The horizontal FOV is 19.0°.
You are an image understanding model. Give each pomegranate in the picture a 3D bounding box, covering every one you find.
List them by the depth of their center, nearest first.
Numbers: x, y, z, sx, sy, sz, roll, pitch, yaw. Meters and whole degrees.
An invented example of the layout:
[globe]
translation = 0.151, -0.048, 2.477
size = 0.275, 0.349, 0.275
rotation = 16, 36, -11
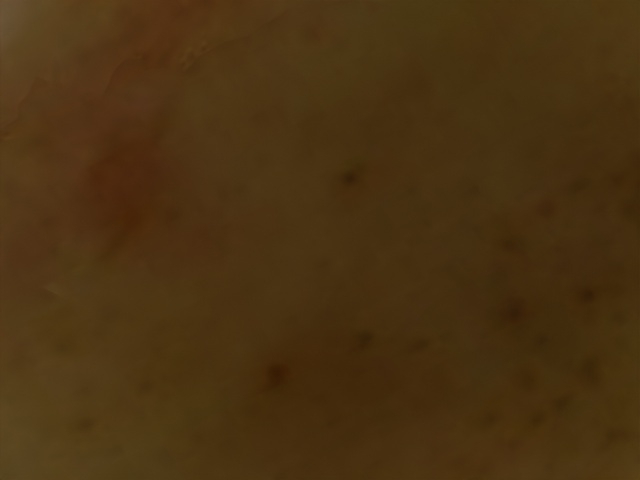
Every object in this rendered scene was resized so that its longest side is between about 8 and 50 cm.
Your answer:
[pomegranate]
translation = 0.000, 0.000, 0.600
size = 0.411, 0.411, 0.411
rotation = 1, -92, -31
